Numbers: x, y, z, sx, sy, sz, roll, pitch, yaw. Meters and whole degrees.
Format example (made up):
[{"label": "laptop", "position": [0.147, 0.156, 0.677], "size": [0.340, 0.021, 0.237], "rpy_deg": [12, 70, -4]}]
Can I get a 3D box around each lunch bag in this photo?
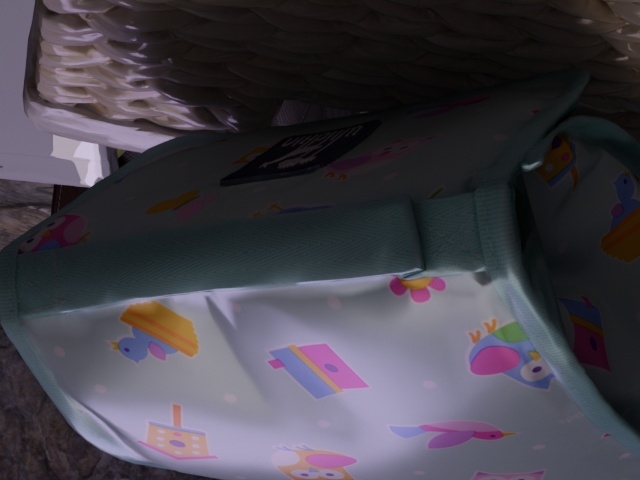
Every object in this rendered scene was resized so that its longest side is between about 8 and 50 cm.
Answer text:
[{"label": "lunch bag", "position": [0.029, 0.025, 0.565], "size": [0.223, 0.160, 0.262], "rpy_deg": [-6, 162, 30]}]

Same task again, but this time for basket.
[{"label": "basket", "position": [0.052, -0.214, 0.607], "size": [0.328, 0.331, 0.266], "rpy_deg": [9, 161, -8]}]

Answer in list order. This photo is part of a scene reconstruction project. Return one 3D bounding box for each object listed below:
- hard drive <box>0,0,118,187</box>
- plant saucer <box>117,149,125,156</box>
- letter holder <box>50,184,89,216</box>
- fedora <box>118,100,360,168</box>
[{"label": "hard drive", "position": [-0.275, -0.185, 1.106], "size": [0.203, 0.040, 0.307], "rpy_deg": [6, 129, 6]}, {"label": "plant saucer", "position": [-0.260, -0.165, 1.214], "size": [0.241, 0.241, 0.037], "rpy_deg": [-4, -155, 38]}, {"label": "letter holder", "position": [-0.207, -0.047, 1.470], "size": [0.214, 0.301, 0.152], "rpy_deg": [16, 165, -31]}, {"label": "fedora", "position": [-0.104, -0.141, 1.265], "size": [0.275, 0.244, 0.124], "rpy_deg": [36, 155, 38]}]
